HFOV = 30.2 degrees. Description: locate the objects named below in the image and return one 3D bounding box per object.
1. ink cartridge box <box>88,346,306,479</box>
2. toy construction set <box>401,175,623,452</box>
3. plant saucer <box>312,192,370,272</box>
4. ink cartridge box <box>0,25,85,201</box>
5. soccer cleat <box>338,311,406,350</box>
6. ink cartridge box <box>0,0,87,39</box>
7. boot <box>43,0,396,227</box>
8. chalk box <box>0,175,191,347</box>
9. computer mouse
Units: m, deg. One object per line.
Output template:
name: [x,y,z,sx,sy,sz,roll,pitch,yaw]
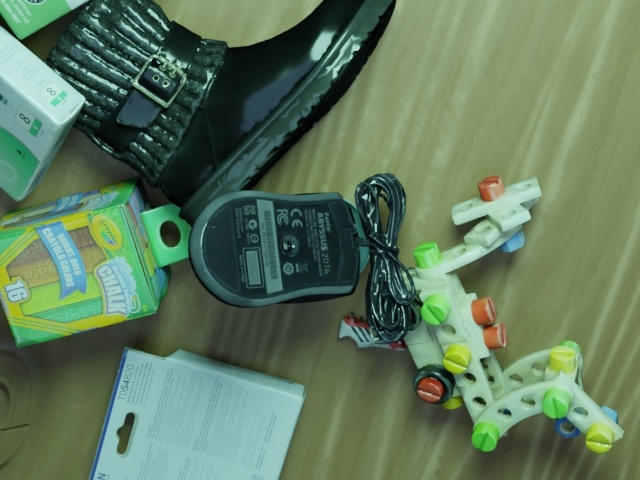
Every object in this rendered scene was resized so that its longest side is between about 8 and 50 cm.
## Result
ink cartridge box: [-0.154,0.249,1.441,0.224,0.045,0.223,17,105,-4]
toy construction set: [0.199,0.096,1.341,0.215,0.151,0.328,-13,99,29]
plant saucer: [0.000,0.000,1.380,0.119,0.021,0.119,0,105,0]
ink cartridge box: [-0.369,-0.164,1.254,0.224,0.056,0.181,39,144,-5]
soccer cleat: [0.062,0.116,1.412,0.083,0.029,0.035,23,114,-3]
ink cartridge box: [-0.238,-0.361,1.160,0.278,0.117,0.201,-31,141,-2]
boot: [-0.114,-0.205,1.267,0.260,0.131,0.348,44,90,1]
chalk box: [-0.247,0.016,1.328,0.213,0.132,0.132,-15,106,5]
computer mouse: [-0.028,0.018,1.248,0.272,0.072,0.188,3,81,-34]
